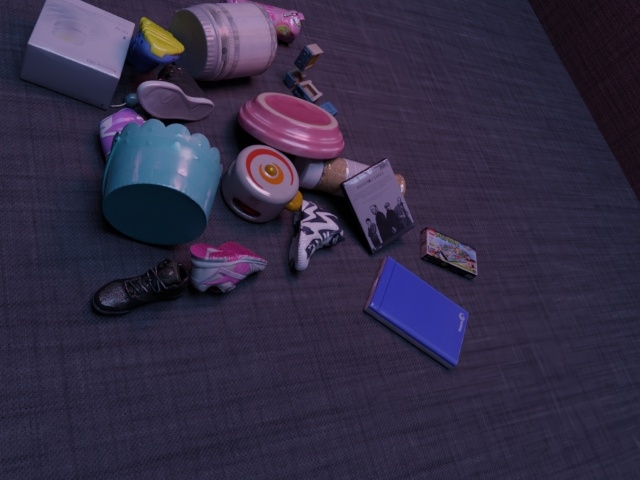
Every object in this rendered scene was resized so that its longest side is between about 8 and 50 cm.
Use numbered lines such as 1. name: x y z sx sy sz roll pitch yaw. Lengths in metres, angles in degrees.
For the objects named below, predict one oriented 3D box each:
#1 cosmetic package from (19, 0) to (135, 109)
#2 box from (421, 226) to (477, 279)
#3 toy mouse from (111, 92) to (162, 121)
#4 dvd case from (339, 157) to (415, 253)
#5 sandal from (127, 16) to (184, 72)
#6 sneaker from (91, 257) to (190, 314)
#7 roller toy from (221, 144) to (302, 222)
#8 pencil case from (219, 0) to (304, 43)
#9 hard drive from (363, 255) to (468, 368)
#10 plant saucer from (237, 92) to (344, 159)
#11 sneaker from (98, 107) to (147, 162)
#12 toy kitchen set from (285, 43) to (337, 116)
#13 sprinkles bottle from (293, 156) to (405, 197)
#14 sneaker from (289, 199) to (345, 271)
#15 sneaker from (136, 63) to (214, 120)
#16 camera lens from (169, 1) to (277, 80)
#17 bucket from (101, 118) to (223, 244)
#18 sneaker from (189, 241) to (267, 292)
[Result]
1. cosmetic package: -0.632 -0.500 1.629 0.224 0.138 0.224 18 54 -24
2. box: 0.425 0.043 2.057 0.207 0.036 0.114 22 51 -21
3. toy mouse: -0.498 -0.360 1.699 0.143 0.031 0.160 11 56 -28
4. dvd case: 0.177 -0.105 1.890 0.179 0.030 0.238 -31 107 -23
5. sandal: -0.460 -0.513 1.691 0.126 0.138 0.317 30 10 -25
6. sneaker: -0.397 0.098 1.405 0.228 0.130 0.087 -10 66 -36
7. roller toy: -0.162 -0.158 1.715 0.191 0.146 0.209 -11 69 -38
8. pencil case: -0.200 -0.748 2.094 0.284 0.124 0.124 1 61 -33
9. hard drive: 0.293 0.212 1.854 0.319 0.040 0.210 35 48 -10
10. plant saucer: -0.079 -0.353 1.847 0.332 0.084 0.332 16 27 -9
11. sneaker: -0.438 -0.283 1.636 0.282 0.102 0.161 -8 69 -37
12. toy kitchen set: -0.021 -0.502 2.021 0.207 0.166 0.122 49 47 3
13. sprinkles bottle: 0.091 -0.188 1.923 0.356 0.121 0.121 12 55 -28
14. sneaker: 0.000 0.000 1.757 0.153 0.094 0.234 16 43 -14
15. sneaker: -0.425 -0.417 1.702 0.146 0.104 0.296 52 20 13
16. camera lens: -0.285 -0.599 1.869 0.274 0.219 0.219 -22 75 -41
17. bucket: -0.378 -0.127 1.473 0.281 0.281 0.183 19 52 -23
18. sneaker: -0.239 0.072 1.557 0.103 0.111 0.252 29 16 35
